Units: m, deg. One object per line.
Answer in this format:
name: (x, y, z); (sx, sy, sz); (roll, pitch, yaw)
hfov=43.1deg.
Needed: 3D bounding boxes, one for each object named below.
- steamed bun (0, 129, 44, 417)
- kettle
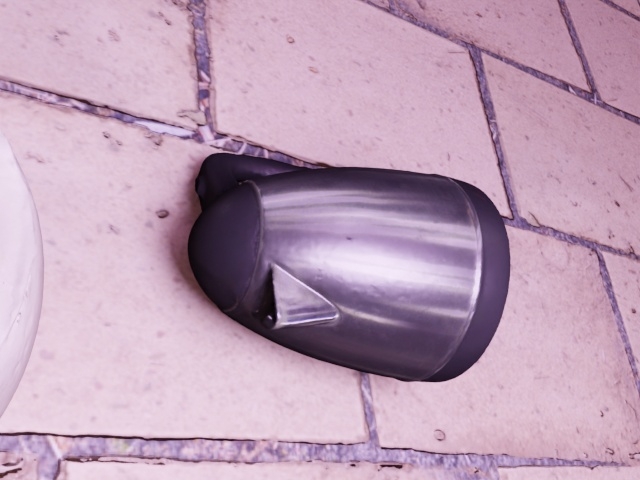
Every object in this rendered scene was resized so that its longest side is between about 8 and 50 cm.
steamed bun: (-0.325, 0.026, 0.462); (0.324, 0.206, 0.324); (20, 51, -26)
kettle: (0.008, 0.002, 0.767); (0.271, 0.207, 0.251); (9, 65, -27)
